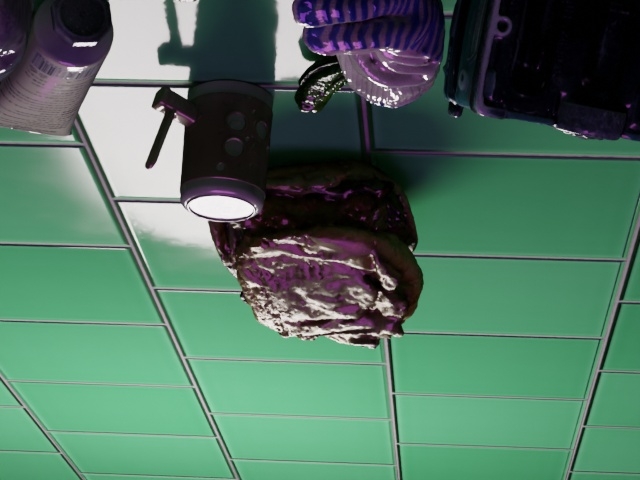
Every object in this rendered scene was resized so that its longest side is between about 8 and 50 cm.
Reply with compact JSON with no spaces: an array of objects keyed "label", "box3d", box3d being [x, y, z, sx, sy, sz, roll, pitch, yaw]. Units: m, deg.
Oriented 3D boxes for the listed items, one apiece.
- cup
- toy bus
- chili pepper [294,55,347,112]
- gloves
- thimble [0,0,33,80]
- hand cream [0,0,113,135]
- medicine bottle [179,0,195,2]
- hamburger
[{"label":"cup","box3d":[-0.084,-0.076,1.414,0.074,0.099,0.102,-9,156,28]},{"label":"toy bus","box3d":[0.210,-0.125,1.171,0.256,0.128,0.147,9,-173,-16]},{"label":"chili pepper","box3d":[0.025,-0.133,1.348,0.118,0.035,0.055,-19,163,26]},{"label":"gloves","box3d":[0.028,-0.163,1.188,0.097,0.119,0.229,-46,157,4]},{"label":"thimble","box3d":[-0.281,-0.185,1.072,0.205,0.172,0.236,21,150,-33]},{"label":"hand cream","box3d":[-0.215,-0.128,1.370,0.095,0.059,0.276,9,163,-18]},{"label":"medicine bottle","box3d":[-0.093,-0.226,1.076,0.095,0.064,0.260,4,158,3]},{"label":"hamburger","box3d":[0.000,0.000,1.602,0.183,0.130,0.206,-3,139,13]}]
